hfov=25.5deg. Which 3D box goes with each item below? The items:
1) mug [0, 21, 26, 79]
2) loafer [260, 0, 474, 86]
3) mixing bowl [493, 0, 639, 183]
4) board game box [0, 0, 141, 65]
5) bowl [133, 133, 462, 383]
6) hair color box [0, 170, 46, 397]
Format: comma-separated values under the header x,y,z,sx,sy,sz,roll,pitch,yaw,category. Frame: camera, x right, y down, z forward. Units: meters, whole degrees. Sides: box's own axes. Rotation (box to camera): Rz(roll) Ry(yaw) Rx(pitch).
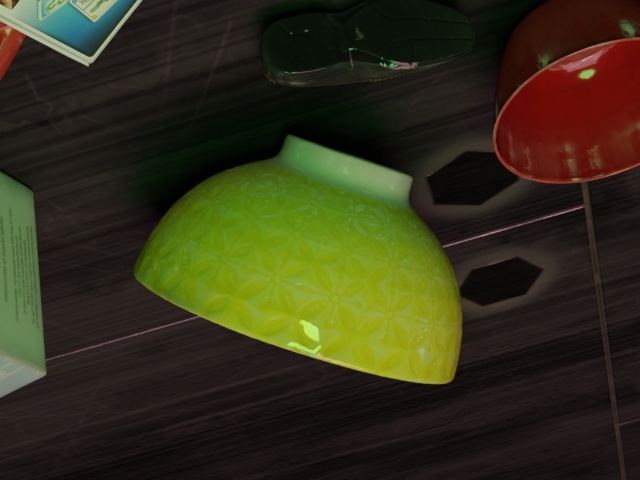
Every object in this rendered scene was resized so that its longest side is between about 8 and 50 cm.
x,y,z,sx,sy,sz,roll,pitch,yaw,category
-0.262,-0.148,0.949,0.169,0.113,0.150,-20,112,4,mug
0.035,-0.153,1.113,0.170,0.062,0.061,-4,169,-7,loafer
0.217,-0.138,1.148,0.181,0.098,0.181,-8,147,-5,mixing bowl
-0.121,-0.261,0.805,0.305,0.053,0.193,-48,136,16,board game box
0.000,0.000,1.204,0.289,0.289,0.156,15,96,-36,bowl
-0.374,-0.016,1.054,0.113,0.185,0.374,-26,145,21,hair color box
